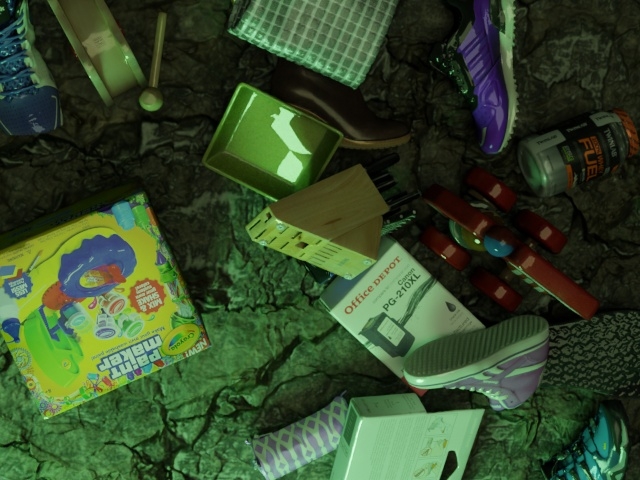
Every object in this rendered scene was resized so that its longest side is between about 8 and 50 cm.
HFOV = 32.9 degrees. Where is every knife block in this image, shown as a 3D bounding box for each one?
[{"bbox_3d":[0.031,-0.073,1.795,0.275,0.088,0.242,22,57,-21],"label":"knife block"}]

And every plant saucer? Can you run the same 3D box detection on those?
[{"bbox_3d":[-0.078,-0.162,1.796,0.188,0.045,0.188,26,129,-7],"label":"plant saucer"}]

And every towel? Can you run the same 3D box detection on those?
[{"bbox_3d":[0.011,-0.410,1.694,0.235,0.121,0.284,21,98,-18],"label":"towel"}]

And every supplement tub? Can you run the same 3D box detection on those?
[{"bbox_3d":[0.454,-0.159,1.912,0.190,0.117,0.117,-23,104,-7],"label":"supplement tub"}]

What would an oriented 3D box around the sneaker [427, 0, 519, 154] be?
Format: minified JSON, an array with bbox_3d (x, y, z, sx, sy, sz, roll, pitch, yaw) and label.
[{"bbox_3d":[0.255,-0.293,1.862,0.146,0.102,0.293,-3,96,-7],"label":"sneaker"}]

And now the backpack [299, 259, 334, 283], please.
[{"bbox_3d":[0.000,0.000,1.858,0.101,0.098,0.120,-38,88,-24],"label":"backpack"}]

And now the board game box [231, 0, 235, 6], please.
[{"bbox_3d":[-0.026,-0.444,1.779,0.259,0.039,0.124,-24,130,-9],"label":"board game box"}]

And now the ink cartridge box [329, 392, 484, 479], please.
[{"bbox_3d":[0.144,0.393,1.936,0.239,0.060,0.275,-1,122,-23],"label":"ink cartridge box"}]

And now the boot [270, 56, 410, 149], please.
[{"bbox_3d":[0.040,-0.263,1.818,0.248,0.090,0.207,4,103,-8],"label":"boot"}]

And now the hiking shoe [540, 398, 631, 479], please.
[{"bbox_3d":[0.479,0.423,2.001,0.132,0.113,0.304,9,116,-7],"label":"hiking shoe"}]

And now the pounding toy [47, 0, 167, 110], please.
[{"bbox_3d":[-0.313,-0.316,1.719,0.155,0.154,0.269,-29,86,-5],"label":"pounding toy"}]

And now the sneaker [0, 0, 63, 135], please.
[{"bbox_3d":[-0.494,-0.309,1.654,0.127,0.182,0.316,-15,103,-7],"label":"sneaker"}]

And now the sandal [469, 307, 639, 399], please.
[{"bbox_3d":[0.462,0.198,2.000,0.445,0.107,0.168,1,102,1],"label":"sandal"}]

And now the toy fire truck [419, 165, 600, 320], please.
[{"bbox_3d":[0.318,0.011,1.844,0.302,0.254,0.169,37,91,-16],"label":"toy fire truck"}]

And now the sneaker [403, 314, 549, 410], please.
[{"bbox_3d":[0.275,0.242,1.870,0.282,0.102,0.161,-12,119,-20],"label":"sneaker"}]

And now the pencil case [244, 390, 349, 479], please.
[{"bbox_3d":[-0.029,0.351,1.929,0.206,0.086,0.088,-24,77,-8],"label":"pencil case"}]

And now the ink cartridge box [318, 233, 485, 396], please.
[{"bbox_3d":[0.142,0.128,1.909,0.237,0.100,0.172,43,90,-16],"label":"ink cartridge box"}]

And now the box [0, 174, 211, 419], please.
[{"bbox_3d":[-0.368,0.086,1.759,0.290,0.177,0.279,-24,105,-6],"label":"box"}]
